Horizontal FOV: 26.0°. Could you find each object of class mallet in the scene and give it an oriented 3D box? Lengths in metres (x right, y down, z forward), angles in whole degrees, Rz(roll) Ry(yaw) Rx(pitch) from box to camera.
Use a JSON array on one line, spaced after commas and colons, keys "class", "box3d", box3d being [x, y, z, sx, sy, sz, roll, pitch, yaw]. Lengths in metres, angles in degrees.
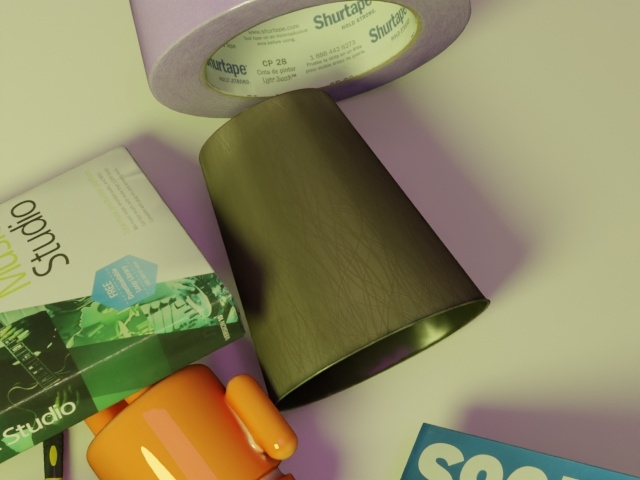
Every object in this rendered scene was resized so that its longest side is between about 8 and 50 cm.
[{"class": "mallet", "box3d": [-0.230, 0.205, 1.143, 0.062, 0.039, 0.190, -8, 72, -12]}]

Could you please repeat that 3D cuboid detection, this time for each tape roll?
[{"class": "tape roll", "box3d": [-0.017, -0.194, 1.149, 0.274, 0.275, 0.090, -13, 76, -10]}]

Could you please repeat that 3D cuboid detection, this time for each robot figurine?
[{"class": "robot figurine", "box3d": [-0.100, 0.187, 1.111, 0.158, 0.128, 0.219, -37, 82, -15]}]

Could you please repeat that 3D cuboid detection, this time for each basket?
[{"class": "basket", "box3d": [0.000, 0.000, 1.168, 0.204, 0.154, 0.227, -25, 75, -14]}]

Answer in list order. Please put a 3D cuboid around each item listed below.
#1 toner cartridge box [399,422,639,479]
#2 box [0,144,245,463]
[{"class": "toner cartridge box", "box3d": [0.202, 0.258, 1.045, 0.347, 0.075, 0.165, 8, 69, 40]}, {"class": "box", "box3d": [-0.251, 0.065, 1.104, 0.322, 0.058, 0.232, -28, 44, -12]}]
